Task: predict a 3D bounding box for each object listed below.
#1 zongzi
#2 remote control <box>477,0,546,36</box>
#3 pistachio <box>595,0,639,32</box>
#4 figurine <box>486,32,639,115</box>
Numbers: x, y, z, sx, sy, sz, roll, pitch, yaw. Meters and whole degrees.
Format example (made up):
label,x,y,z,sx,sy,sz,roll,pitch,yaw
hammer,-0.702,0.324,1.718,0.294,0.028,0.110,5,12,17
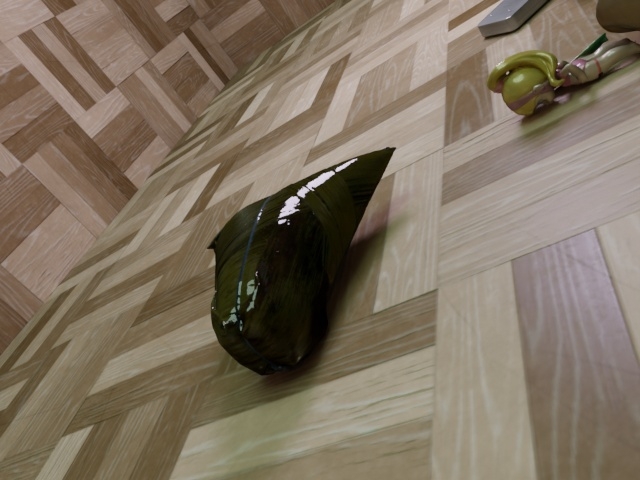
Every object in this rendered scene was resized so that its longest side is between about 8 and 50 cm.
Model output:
label,x,y,z,sx,sy,sz,roll,pitch,yaw
zongzi,0.000,0.000,0.755,0.300,0.138,0.286,-34,26,6
remote control,0.414,-0.482,1.158,0.250,0.034,0.103,-44,23,-12
pistachio,0.421,-0.307,0.687,0.144,0.144,0.215,-49,26,-24
figurine,0.315,-0.225,0.789,0.188,0.083,0.083,-20,28,17
